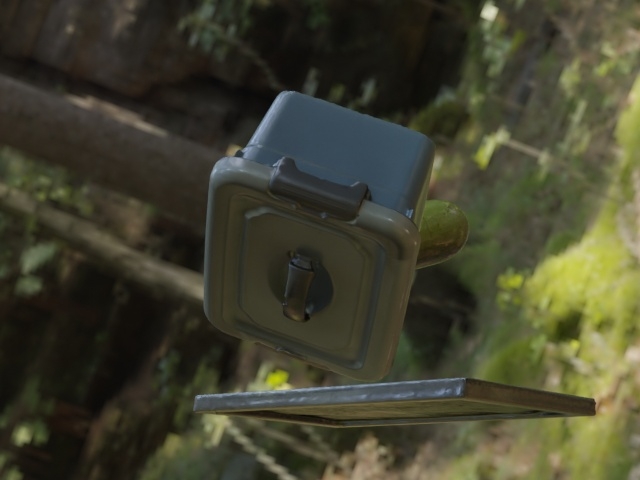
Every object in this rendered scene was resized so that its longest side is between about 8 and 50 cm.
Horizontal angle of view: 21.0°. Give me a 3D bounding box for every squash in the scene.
[{"bbox_3d":[0.090,0.000,2.092,0.250,0.083,0.083,-12,-45,-47],"label":"squash"}]

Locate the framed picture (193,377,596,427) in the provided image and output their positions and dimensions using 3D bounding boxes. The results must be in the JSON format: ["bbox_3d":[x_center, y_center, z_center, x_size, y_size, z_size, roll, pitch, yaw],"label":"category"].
[{"bbox_3d":[0.072,0.161,1.686,0.324,0.240,0.020,-8,77,36],"label":"framed picture"}]

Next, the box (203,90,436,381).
[{"bbox_3d":[0.000,0.000,1.332,0.227,0.162,0.130,97,-166,-55],"label":"box"}]
